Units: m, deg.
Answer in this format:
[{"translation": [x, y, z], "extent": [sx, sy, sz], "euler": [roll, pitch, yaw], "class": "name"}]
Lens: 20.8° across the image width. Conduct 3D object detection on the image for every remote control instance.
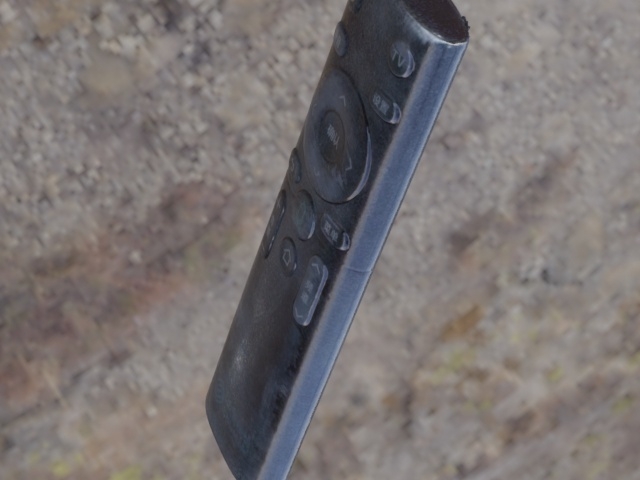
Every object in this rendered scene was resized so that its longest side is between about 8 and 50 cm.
[{"translation": [0.000, 0.000, 1.087], "extent": [0.044, 0.107, 0.377], "euler": [-6, 135, -31], "class": "remote control"}]
